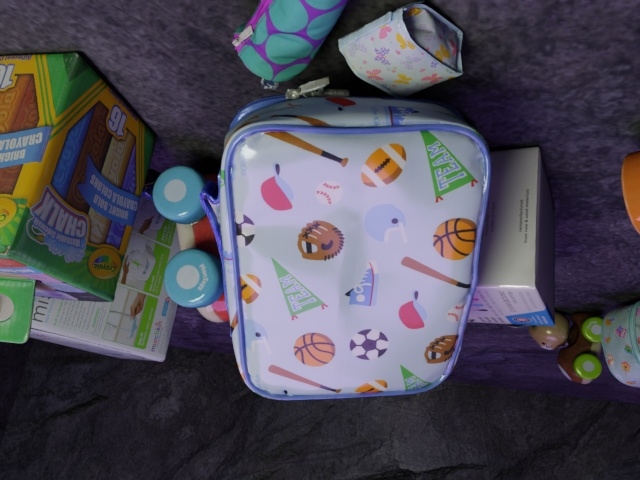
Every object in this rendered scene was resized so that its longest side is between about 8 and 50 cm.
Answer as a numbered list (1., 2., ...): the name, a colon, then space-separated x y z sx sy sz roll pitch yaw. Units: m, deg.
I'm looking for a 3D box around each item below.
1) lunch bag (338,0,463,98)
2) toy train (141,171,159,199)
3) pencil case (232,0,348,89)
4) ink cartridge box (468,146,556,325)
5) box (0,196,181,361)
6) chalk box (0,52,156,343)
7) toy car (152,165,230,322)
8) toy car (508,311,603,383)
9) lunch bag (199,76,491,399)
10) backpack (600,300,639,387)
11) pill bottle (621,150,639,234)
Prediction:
1. lunch bag: 0.067 -0.161 0.465 0.083 0.053 0.071 12 164 -39
2. toy train: -0.289 -0.062 0.790 0.158 0.036 0.027 -27 -178 -43
3. pencil case: -0.020 -0.182 0.424 0.070 0.065 0.151 -10 168 -25
4. ink cartridge box: 0.163 0.005 0.705 0.232 0.168 0.171 -2 158 29
5. box: -0.331 0.031 0.850 0.126 0.262 0.231 -9 154 41
6. chalk box: -0.332 -0.035 0.625 0.180 0.289 0.179 3 159 15
7. toy car: -0.069 -0.008 0.775 0.237 0.210 0.219 -12 168 7
8. toy car: 0.497 0.211 1.196 0.188 0.149 0.155 13 173 21
9. lunch bag: 0.019 0.007 0.521 0.243 0.115 0.303 -1 118 -2
10. backpack: 0.623 0.193 1.029 0.188 0.166 0.144 10 159 -13
11. pill bottle: 0.399 -0.064 0.476 0.130 0.130 0.245 25 154 -37
